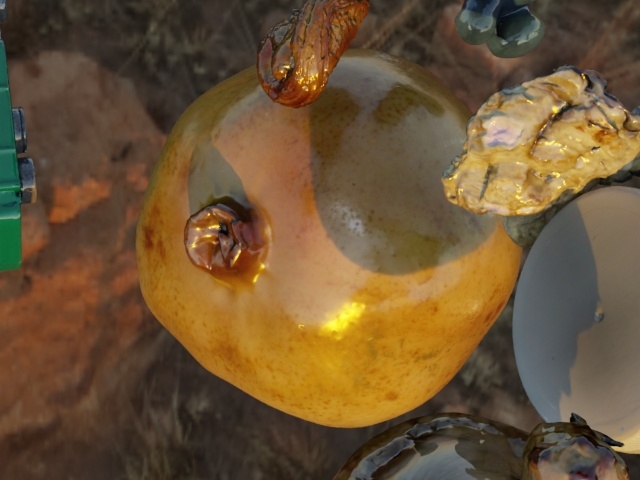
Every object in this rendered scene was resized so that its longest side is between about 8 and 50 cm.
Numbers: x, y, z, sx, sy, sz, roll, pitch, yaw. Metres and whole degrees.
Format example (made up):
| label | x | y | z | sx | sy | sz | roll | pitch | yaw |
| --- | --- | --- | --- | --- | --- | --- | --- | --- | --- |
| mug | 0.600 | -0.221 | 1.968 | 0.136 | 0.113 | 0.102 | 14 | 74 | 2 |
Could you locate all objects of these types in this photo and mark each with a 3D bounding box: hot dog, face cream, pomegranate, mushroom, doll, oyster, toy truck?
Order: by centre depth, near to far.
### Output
| label | x | y | z | sx | sy | sz | roll | pitch | yaw |
| --- | --- | --- | --- | --- | --- | --- | --- | --- | --- |
| mushroom | 0.112 | 0.245 | 1.050 | 0.267 | 0.254 | 0.267 | -14 | 49 | 17 |
| toy truck | -0.279 | -0.100 | 1.089 | 0.114 | 0.124 | 0.253 | -6 | 88 | -16 |
| oyster | 0.176 | -0.048 | 1.090 | 0.163 | 0.191 | 0.081 | -1 | 61 | 14 |
| face cream | 0.283 | 0.067 | 1.106 | 0.187 | 0.201 | 0.201 | 9 | 47 | -32 |
| hot dog | -0.006 | -0.188 | 1.314 | 0.065 | 0.099 | 0.147 | 39 | 54 | -17 |
| doll | 0.197 | -0.301 | 1.360 | 0.154 | 0.258 | 0.228 | 38 | 85 | 4 |
| pomegranate | 0.000 | 0.000 | 1.504 | 0.417 | 0.416 | 0.416 | 5 | 51 | -7 |
